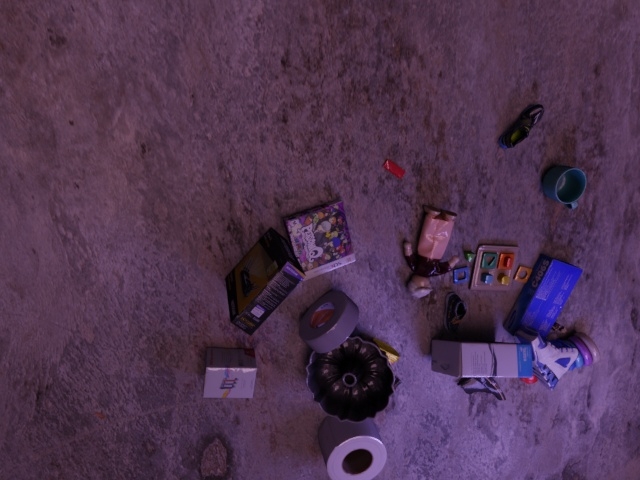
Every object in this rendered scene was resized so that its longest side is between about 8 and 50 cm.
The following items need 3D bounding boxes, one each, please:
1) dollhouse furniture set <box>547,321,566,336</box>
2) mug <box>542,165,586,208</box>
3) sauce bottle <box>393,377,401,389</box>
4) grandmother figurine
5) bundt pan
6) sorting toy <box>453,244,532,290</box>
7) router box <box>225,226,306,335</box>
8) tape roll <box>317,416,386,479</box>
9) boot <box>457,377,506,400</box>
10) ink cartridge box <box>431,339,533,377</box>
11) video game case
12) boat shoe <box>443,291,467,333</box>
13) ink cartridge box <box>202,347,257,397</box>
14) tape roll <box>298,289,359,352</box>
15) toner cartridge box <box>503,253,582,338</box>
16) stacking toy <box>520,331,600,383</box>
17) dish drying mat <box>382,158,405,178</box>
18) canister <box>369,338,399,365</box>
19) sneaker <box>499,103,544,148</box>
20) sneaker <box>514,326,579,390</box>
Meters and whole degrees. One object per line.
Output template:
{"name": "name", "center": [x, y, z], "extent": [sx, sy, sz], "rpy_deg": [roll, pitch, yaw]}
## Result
{"name": "dollhouse furniture set", "center": [0.947, 0.372, 1.900], "extent": [0.081, 0.091, 0.114], "rpy_deg": [44, 98, -7]}
{"name": "mug", "center": [0.888, -0.197, 1.669], "extent": [0.129, 0.097, 0.158], "rpy_deg": [-1, 110, -14]}
{"name": "sauce bottle", "center": [0.277, 0.610, 1.839], "extent": [0.128, 0.042, 0.042], "rpy_deg": [-42, 113, 3]}
{"name": "grandmother figurine", "center": [0.400, 0.056, 1.649], "extent": [0.207, 0.104, 0.343], "rpy_deg": [18, 109, 10]}
{"name": "bundt pan", "center": [0.117, 0.490, 1.669], "extent": [0.330, 0.124, 0.332], "rpy_deg": [2, 97, 13]}
{"name": "sorting toy", "center": [0.685, 0.114, 1.758], "extent": [0.347, 0.047, 0.196], "rpy_deg": [2, 108, -14]}
{"name": "router box", "center": [-0.183, 0.115, 1.411], "extent": [0.081, 0.309, 0.243], "rpy_deg": [40, 95, -24]}
{"name": "tape roll", "center": [0.123, 0.823, 1.809], "extent": [0.245, 0.169, 0.247], "rpy_deg": [-5, 111, -12]}
{"name": "boot", "center": [0.688, 0.636, 1.936], "extent": [0.137, 0.077, 0.198], "rpy_deg": [-38, 100, 7]}
{"name": "ink cartridge box", "center": [0.618, 0.456, 1.755], "extent": [0.307, 0.223, 0.129], "rpy_deg": [5, 80, -15]}
{"name": "video game case", "center": [0.000, 0.000, 1.548], "extent": [0.210, 0.042, 0.232], "rpy_deg": [-20, 112, -14]}
{"name": "boat shoe", "center": [0.527, 0.300, 1.766], "extent": [0.065, 0.083, 0.184], "rpy_deg": [-11, 111, -9]}
{"name": "ink cartridge box", "center": [-0.323, 0.467, 1.600], "extent": [0.176, 0.128, 0.128], "rpy_deg": [7, 108, -14]}
{"name": "tape roll", "center": [0.027, 0.279, 1.568], "extent": [0.219, 0.219, 0.072], "rpy_deg": [-41, 112, 3]}
{"name": "toner cartridge box", "center": [0.900, 0.240, 1.838], "extent": [0.165, 0.075, 0.348], "rpy_deg": [18, 104, -18]}
{"name": "stacking toy", "center": [1.006, 0.521, 1.936], "extent": [0.330, 0.141, 0.141], "rpy_deg": [-26, 113, 0]}
{"name": "dish drying mat", "center": [0.253, -0.245, 1.551], "extent": [0.083, 0.008, 0.032], "rpy_deg": [31, 99, -21]}
{"name": "canister", "center": [0.210, 0.483, 1.763], "extent": [0.126, 0.073, 0.170], "rpy_deg": [29, 102, -20]}
{"name": "sneaker", "center": [0.710, -0.390, 1.570], "extent": [0.067, 0.078, 0.188], "rpy_deg": [42, 95, -22]}
{"name": "sneaker", "center": [0.916, 0.438, 1.816], "extent": [0.182, 0.127, 0.316], "rpy_deg": [-37, 114, -5]}
